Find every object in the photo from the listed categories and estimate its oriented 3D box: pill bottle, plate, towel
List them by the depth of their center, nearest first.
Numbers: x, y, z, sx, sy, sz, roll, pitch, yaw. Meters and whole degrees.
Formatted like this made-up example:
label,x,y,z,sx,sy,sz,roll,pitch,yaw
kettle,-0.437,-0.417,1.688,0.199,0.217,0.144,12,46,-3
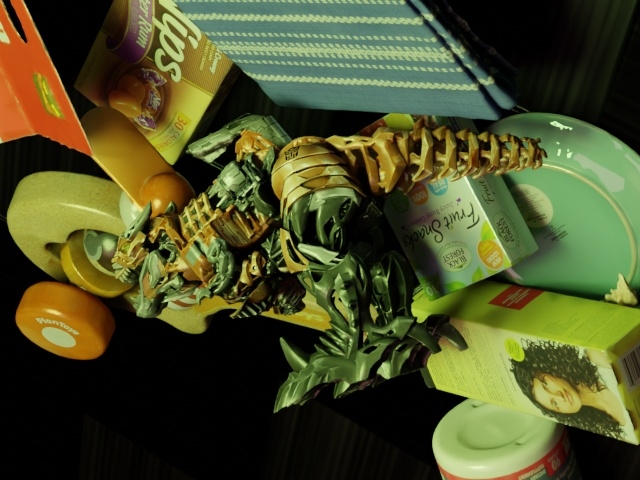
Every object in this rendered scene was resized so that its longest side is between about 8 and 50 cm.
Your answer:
label,x,y,z,sx,sy,sz,roll,pitch,yaw
towel,-0.034,-0.191,1.233,0.243,0.040,0.336,6,151,44
plate,0.179,-0.009,1.368,0.188,0.024,0.188,21,135,23
pill bottle,0.165,0.220,1.500,0.108,0.108,0.180,2,124,37

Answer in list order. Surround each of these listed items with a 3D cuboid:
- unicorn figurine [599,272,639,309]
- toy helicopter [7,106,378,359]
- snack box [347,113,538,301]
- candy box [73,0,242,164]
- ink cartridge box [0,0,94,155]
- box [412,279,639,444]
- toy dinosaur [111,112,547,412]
label,x,y,z,sx,sy,sz,roll,pitch,yaw
unicorn figurine,0.269,0.088,1.355,0.162,0.060,0.111,46,143,7
toy helicopter,-0.086,0.014,1.505,0.355,0.140,0.235,15,149,8
snack box,0.090,-0.035,1.377,0.100,0.037,0.141,-27,90,52
candy box,-0.114,-0.156,1.452,0.109,0.053,0.187,39,139,2
ink cartridge box,-0.346,-0.202,1.469,0.385,0.091,0.308,19,137,58
box,0.159,0.083,1.387,0.232,0.058,0.087,10,130,53
toy dinosaur,0.000,0.000,1.327,0.322,0.164,0.218,-26,79,42
